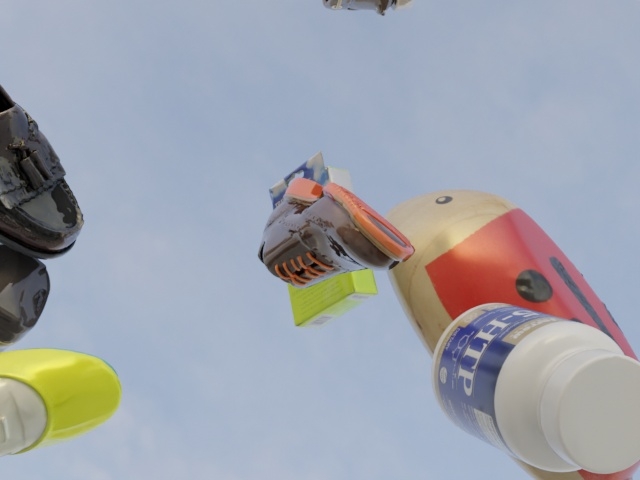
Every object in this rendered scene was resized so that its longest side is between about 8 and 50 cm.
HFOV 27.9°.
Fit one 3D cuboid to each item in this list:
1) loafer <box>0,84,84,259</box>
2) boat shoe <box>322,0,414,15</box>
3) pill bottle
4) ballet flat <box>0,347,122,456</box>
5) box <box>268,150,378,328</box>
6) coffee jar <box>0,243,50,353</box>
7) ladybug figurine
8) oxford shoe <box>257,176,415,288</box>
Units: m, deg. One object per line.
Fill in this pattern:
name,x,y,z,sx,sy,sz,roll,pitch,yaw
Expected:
loafer,-0.330,-0.113,1.208,0.302,0.109,0.095,47,-53,0
boat shoe,0.042,-0.344,1.289,0.097,0.116,0.324,-9,-28,-2
pill bottle,0.168,0.112,0.966,0.112,0.187,0.112,-1,-86,-19
ballet flat,-0.252,0.119,0.868,0.231,0.077,0.077,-2,-70,8
box,0.000,0.000,1.484,0.042,0.178,0.109,8,-30,-40
coffee jar,-0.342,0.080,1.263,0.079,0.096,0.184,37,-49,-22
ladybug figurine,0.250,0.114,1.540,0.162,0.305,0.449,-40,-99,23
oxford shoe,0.008,0.009,1.186,0.097,0.271,0.098,39,-96,-14
